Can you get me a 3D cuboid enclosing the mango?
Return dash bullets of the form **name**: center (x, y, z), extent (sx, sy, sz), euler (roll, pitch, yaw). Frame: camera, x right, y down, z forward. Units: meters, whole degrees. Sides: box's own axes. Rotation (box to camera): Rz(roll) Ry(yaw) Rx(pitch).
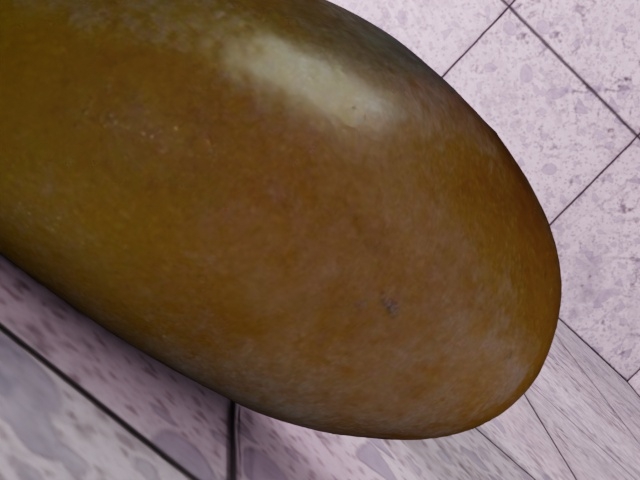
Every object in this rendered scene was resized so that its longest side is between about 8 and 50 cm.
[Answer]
- **mango**: center (-0.036, -0.026, 0.568), extent (0.384, 0.199, 0.221), euler (26, 21, -22)
